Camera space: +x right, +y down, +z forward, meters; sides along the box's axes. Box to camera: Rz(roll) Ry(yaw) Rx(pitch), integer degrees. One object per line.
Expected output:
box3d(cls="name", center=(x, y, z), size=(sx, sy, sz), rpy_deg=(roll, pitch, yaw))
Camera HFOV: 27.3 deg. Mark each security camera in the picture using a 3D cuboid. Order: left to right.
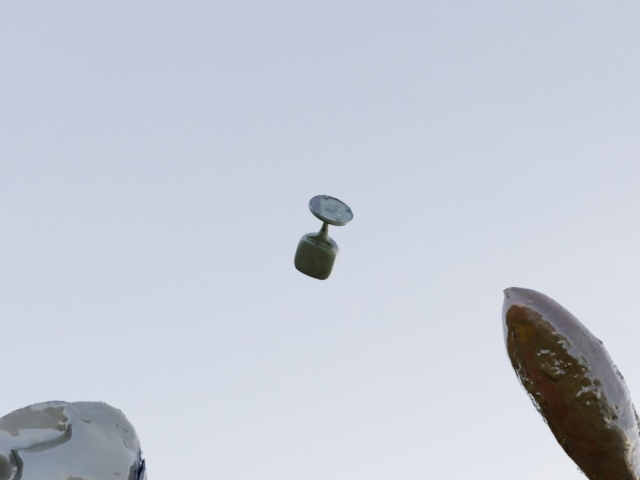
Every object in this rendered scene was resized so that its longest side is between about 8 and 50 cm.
box3d(cls="security camera", center=(0.000, 0.000, 1.508), size=(0.058, 0.058, 0.092), rpy_deg=(21, -59, -1))

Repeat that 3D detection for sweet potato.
box3d(cls="sweet potato", center=(0.311, 0.218, 1.475), size=(0.109, 0.109, 0.385), rpy_deg=(-35, -102, 45))

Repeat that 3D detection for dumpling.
box3d(cls="dumpling", center=(-0.303, 0.316, 1.512), size=(0.163, 0.293, 0.204), rpy_deg=(-4, -32, 47))
